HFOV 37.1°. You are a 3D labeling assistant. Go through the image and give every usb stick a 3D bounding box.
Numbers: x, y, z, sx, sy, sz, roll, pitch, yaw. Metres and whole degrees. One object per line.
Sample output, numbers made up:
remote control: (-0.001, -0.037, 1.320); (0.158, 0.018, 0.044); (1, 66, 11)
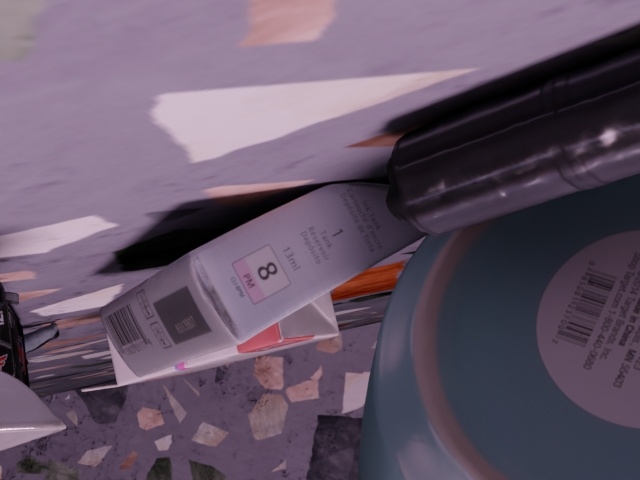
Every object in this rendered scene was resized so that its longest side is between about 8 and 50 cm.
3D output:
usb stick: (0.148, -0.056, 0.326); (0.278, 0.045, 0.077); (-18, 172, 34)

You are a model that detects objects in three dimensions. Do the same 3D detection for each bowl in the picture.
bowl: (0.146, 0.074, 0.439); (0.312, 0.311, 0.163); (-14, 145, 13)

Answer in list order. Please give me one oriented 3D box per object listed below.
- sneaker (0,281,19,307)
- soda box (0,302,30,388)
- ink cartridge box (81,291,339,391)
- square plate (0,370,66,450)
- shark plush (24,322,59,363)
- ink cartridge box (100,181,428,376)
sneaker: (-0.185, 0.033, 0.472); (0.069, 0.038, 0.098); (-6, 170, -36)
soda box: (-0.238, 0.083, 0.671); (0.053, 0.060, 0.169); (-7, 171, -15)
ink cartridge box: (-0.099, 0.074, 0.807); (0.198, 0.067, 0.115); (-17, 171, 23)
square plate: (-0.338, 0.090, 0.459); (0.344, 0.049, 0.347); (3, 166, -30)
shark plush: (-0.289, 0.101, 0.771); (0.161, 0.073, 0.067); (-3, 139, -25)
ink cartridge box: (0.000, 0.000, 0.567); (0.232, 0.066, 0.189); (-32, -178, -28)
